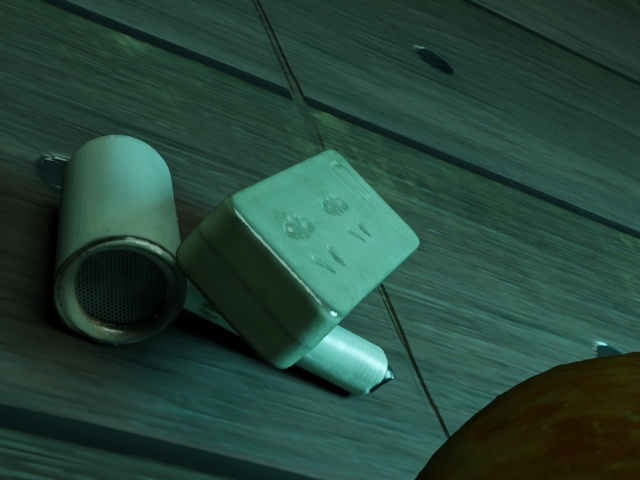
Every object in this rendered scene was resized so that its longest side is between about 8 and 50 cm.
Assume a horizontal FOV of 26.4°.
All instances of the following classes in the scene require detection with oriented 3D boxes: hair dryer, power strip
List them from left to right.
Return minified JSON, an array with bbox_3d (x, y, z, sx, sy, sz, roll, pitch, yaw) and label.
[{"bbox_3d":[-0.050,0.029,0.834,0.236,0.073,0.131,26,25,-23],"label":"hair dryer"},{"bbox_3d":[0.000,0.000,0.847,0.093,0.053,0.288,46,18,2],"label":"power strip"}]

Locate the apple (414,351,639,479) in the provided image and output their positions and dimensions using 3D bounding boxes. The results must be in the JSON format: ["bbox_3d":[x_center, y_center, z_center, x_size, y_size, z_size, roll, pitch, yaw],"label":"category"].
[{"bbox_3d":[0.172,0.193,0.603,0.309,0.250,0.277,41,26,8],"label":"apple"}]
